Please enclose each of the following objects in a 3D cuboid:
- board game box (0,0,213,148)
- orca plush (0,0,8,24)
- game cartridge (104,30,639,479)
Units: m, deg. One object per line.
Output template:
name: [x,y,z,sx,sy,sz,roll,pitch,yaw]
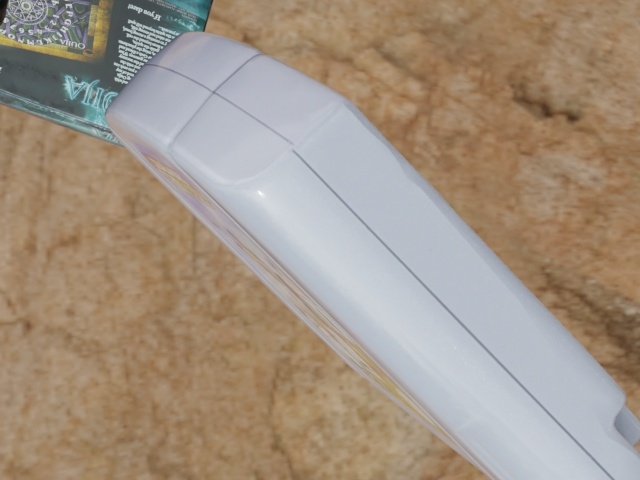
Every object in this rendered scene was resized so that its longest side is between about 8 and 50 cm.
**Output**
board game box: [-0.175,-0.142,0.953,0.026,0.186,0.126,146,141,-65]
orca plush: [-0.224,-0.074,0.617,0.287,0.151,0.102,-44,44,11]
game cartridge: [0.000,0.000,0.580,0.198,0.297,0.062,41,86,-16]
